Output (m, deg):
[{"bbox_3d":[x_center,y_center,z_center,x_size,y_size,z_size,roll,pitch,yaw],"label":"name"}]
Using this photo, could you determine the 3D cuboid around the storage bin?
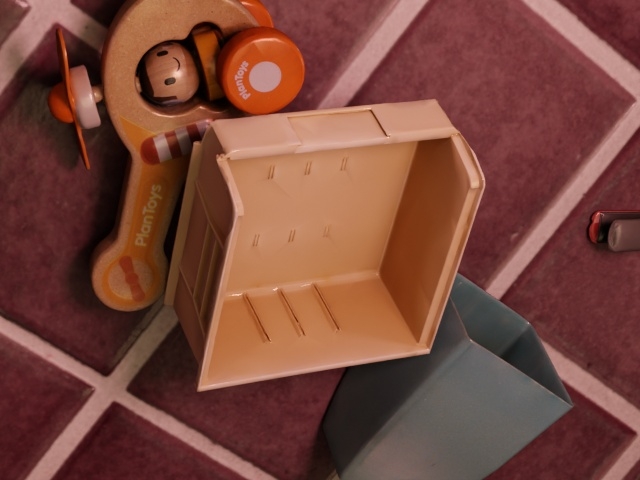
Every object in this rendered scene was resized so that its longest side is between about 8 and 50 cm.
[{"bbox_3d":[0.000,0.000,1.756,0.262,0.123,0.260,-7,136,-23],"label":"storage bin"}]

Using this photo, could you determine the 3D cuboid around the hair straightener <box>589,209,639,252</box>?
[{"bbox_3d":[0.428,-0.001,2.027,0.230,0.089,0.047,5,104,-21],"label":"hair straightener"}]

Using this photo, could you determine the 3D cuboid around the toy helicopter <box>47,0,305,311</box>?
[{"bbox_3d":[-0.174,-0.091,1.753,0.235,0.140,0.355,7,114,-23],"label":"toy helicopter"}]

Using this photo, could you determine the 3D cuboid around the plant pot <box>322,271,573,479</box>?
[{"bbox_3d":[0.122,0.178,1.959,0.165,0.166,0.234,34,110,-28],"label":"plant pot"}]

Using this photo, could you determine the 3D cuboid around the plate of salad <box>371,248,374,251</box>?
[{"bbox_3d":[0.054,-0.031,1.905,0.200,0.048,0.200,-8,115,-17],"label":"plate of salad"}]
